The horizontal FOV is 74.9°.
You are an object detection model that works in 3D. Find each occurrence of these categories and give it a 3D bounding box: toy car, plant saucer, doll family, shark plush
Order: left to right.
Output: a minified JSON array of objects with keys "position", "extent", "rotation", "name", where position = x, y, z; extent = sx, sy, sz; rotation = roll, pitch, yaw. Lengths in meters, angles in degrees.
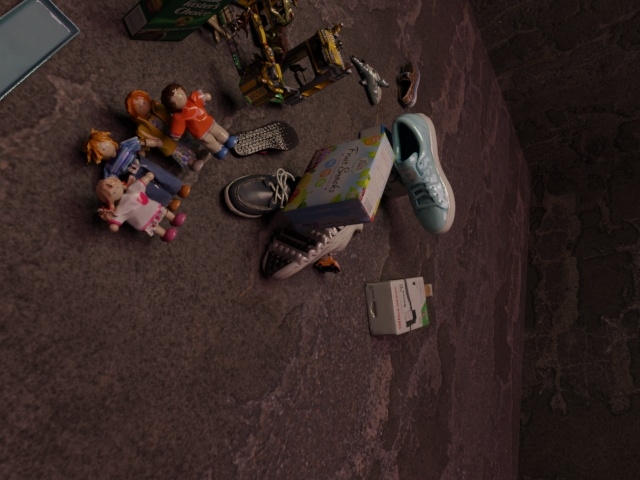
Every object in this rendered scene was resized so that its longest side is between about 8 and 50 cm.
[{"position":[-0.408,-0.256,0.556],"extent":[0.067,0.018,0.191],"rotation":[47,47,-35],"name":"plant saucer"},{"position":[-0.269,-0.132,0.655],"extent":[0.163,0.119,0.262],"rotation":[43,68,-46],"name":"doll family"},{"position":[-0.002,0.036,0.980],"extent":[0.122,0.060,0.040],"rotation":[41,48,-39],"name":"toy car"},{"position":[0.151,-0.507,1.306],"extent":[0.067,0.073,0.161],"rotation":[-48,130,-11],"name":"shark plush"}]

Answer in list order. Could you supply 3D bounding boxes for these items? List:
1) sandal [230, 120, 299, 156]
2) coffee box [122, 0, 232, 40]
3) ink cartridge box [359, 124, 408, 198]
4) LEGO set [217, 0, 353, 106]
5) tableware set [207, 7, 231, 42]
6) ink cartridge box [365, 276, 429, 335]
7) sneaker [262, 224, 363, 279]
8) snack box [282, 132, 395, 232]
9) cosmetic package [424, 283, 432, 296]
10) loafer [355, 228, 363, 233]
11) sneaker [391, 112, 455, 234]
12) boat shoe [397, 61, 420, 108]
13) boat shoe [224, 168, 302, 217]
[{"position":[-0.124,-0.216,0.903],"extent":[0.179,0.040,0.067],"rotation":[-21,94,-37],"name":"sandal"},{"position":[-0.226,-0.384,0.682],"extent":[0.113,0.184,0.040],"rotation":[-33,107,-51],"name":"coffee box"},{"position":[0.204,-0.237,1.284],"extent":[0.203,0.086,0.148],"rotation":[24,64,-47],"name":"ink cartridge box"},{"position":[-0.068,-0.436,0.846],"extent":[0.255,0.192,0.330],"rotation":[-6,78,-62],"name":"LEGO set"},{"position":[-0.250,-0.473,0.794],"extent":[0.194,0.039,0.128],"rotation":[26,51,-53],"name":"tableware set"},{"position":[0.226,0.187,1.217],"extent":[0.209,0.087,0.152],"rotation":[0,82,-51],"name":"ink cartridge box"},{"position":[0.000,0.000,0.922],"extent":[0.292,0.110,0.118],"rotation":[-40,139,-26],"name":"sneaker"},{"position":[0.043,-0.118,0.849],"extent":[0.070,0.175,0.207],"rotation":[56,43,-36],"name":"snack box"},{"position":[0.313,0.166,1.357],"extent":[0.115,0.060,0.041],"rotation":[2,81,-51],"name":"cosmetic package"},{"position":[0.105,-0.079,1.169],"extent":[0.045,0.039,0.125],"rotation":[76,22,-69],"name":"loafer"},{"position":[0.273,-0.186,1.203],"extent":[0.150,0.135,0.365],"rotation":[-12,86,-44],"name":"sneaker"},{"position":[0.320,-0.580,1.526],"extent":[0.066,0.066,0.183],"rotation":[19,67,-47],"name":"boat shoe"},{"position":[-0.087,-0.098,0.882],"extent":[0.255,0.079,0.095],"rotation":[-4,84,-53],"name":"boat shoe"}]
